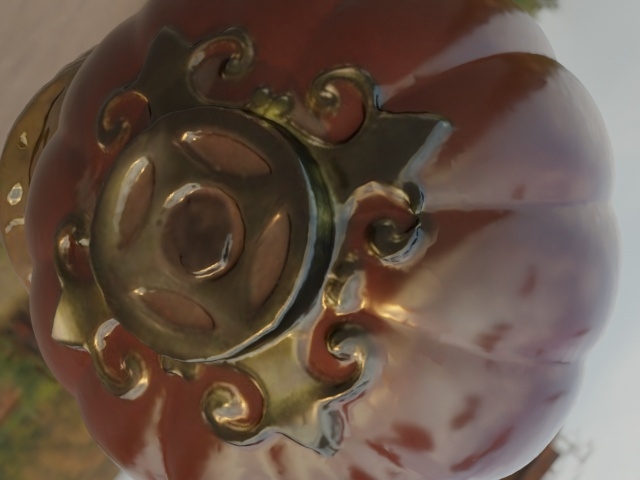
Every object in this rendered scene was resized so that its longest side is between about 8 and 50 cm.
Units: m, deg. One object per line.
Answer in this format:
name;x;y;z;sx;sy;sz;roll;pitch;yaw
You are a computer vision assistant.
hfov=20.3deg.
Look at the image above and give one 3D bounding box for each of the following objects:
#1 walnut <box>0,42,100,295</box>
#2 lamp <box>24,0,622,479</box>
walnut;-0.120;-0.041;1.328;0.248;0.248;0.248;-50;-175;6
lamp;0.000;0.000;0.887;0.303;0.303;0.257;-50;162;15
